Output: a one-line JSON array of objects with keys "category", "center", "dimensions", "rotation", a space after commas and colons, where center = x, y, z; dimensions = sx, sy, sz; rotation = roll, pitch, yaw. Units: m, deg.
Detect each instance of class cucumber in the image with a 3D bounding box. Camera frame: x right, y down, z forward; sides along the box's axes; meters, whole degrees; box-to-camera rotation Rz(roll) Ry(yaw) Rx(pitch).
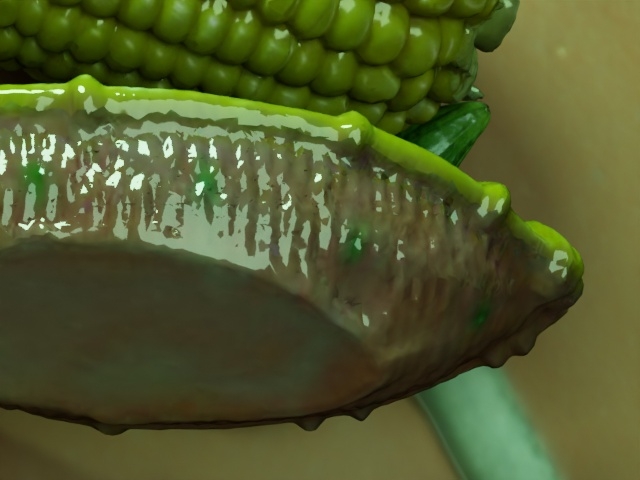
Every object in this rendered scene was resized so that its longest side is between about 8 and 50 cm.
[{"category": "cucumber", "center": [0.000, 0.000, 0.680], "dimensions": [0.168, 0.039, 0.039], "rotation": [-40, 93, -18]}]

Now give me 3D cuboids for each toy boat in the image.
[{"category": "toy boat", "center": [-0.060, 0.006, 0.600], "dimensions": [0.318, 0.141, 0.099], "rotation": [8, 36, -5]}]

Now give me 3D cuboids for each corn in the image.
[{"category": "corn", "center": [-0.107, -0.126, 0.615], "dimensions": [0.387, 0.144, 0.144], "rotation": [13, 74, -19]}]
